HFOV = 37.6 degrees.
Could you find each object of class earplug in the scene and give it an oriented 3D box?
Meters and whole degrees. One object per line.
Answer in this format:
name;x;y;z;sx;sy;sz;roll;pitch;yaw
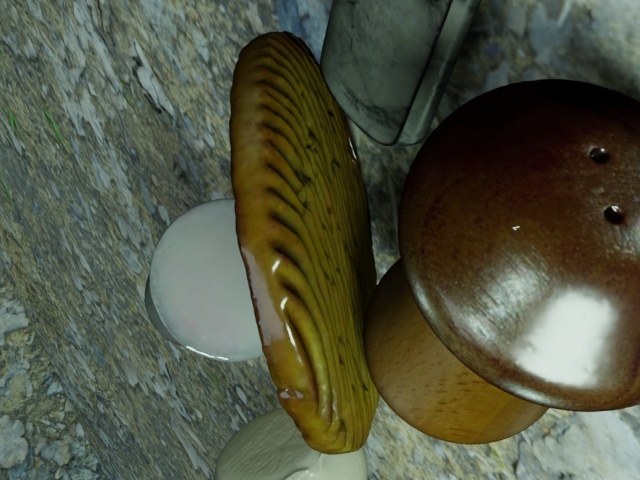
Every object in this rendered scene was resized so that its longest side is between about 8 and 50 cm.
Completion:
earplug;-0.135;0.060;1.115;0.172;0.172;0.301;59;161;-2

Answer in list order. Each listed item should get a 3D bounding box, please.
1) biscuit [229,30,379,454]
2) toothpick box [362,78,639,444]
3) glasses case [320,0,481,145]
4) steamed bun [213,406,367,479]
biscuit;0.000;0.000;0.705;0.318;0.040;0.318;-10;-90;-76
toothpick box;0.124;0.030;0.590;0.192;0.192;0.294;52;160;13
glasses case;0.062;-0.189;0.590;0.114;0.060;0.299;53;154;22
steamed bun;-0.031;0.292;1.141;0.131;0.177;0.228;57;153;-16
